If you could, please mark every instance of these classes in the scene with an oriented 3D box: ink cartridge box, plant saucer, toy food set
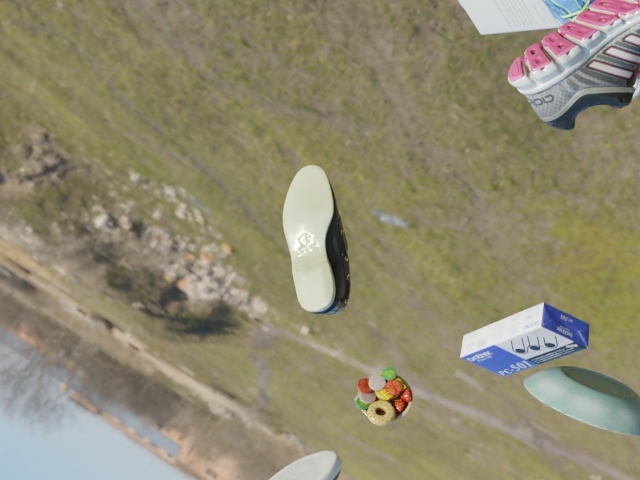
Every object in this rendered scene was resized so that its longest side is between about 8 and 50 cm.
[{"bbox_3d":[0.329,0.165,1.627,0.097,0.046,0.207,25,150,-20],"label":"ink cartridge box"},{"bbox_3d":[0.383,0.214,1.396,0.195,0.037,0.195,16,-170,-3],"label":"plant saucer"},{"bbox_3d":[0.092,0.226,1.450,0.082,0.083,0.020,48,160,31],"label":"toy food set"}]

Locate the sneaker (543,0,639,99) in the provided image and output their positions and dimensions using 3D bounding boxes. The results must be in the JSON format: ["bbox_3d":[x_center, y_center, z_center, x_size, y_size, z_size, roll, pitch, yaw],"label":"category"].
[{"bbox_3d":[0.341,-0.290,1.317,0.091,0.126,0.240,-33,74,38],"label":"sneaker"}]

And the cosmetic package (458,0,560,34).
[{"bbox_3d":[0.314,-0.425,1.533,0.183,0.151,0.151,9,146,50],"label":"cosmetic package"}]

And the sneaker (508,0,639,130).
[{"bbox_3d":[0.232,-0.145,0.783,0.075,0.170,0.063,58,178,-27],"label":"sneaker"}]

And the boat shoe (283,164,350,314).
[{"bbox_3d":[-0.002,0.000,0.878,0.049,0.133,0.042,-13,165,25],"label":"boat shoe"}]

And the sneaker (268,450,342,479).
[{"bbox_3d":[-0.047,0.443,1.445,0.147,0.296,0.104,45,178,-17],"label":"sneaker"}]
